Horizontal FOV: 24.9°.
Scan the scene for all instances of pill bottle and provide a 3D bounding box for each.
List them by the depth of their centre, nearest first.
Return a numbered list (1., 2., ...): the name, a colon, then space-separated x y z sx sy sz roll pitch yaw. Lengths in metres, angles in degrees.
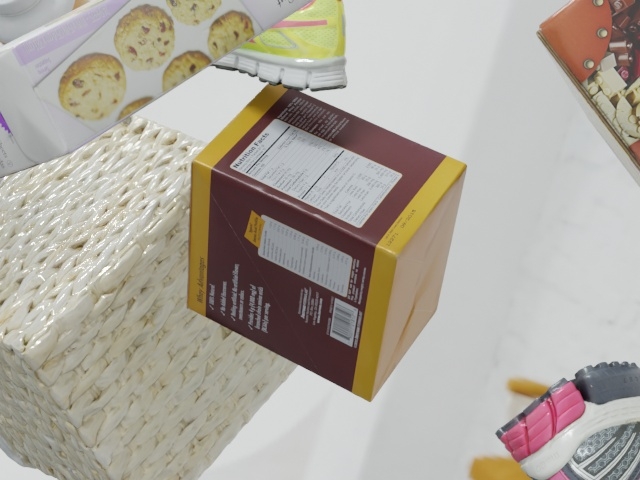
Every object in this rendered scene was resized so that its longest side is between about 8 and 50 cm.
1. pill bottle: -0.387 -0.312 1.990 0.136 0.136 0.246 19 -13 17

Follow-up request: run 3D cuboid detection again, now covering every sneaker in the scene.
1. sneaker: 0.243 0.152 1.027 0.299 0.121 0.112 -5 58 -45
2. sneaker: -0.065 -0.190 1.222 0.208 0.094 0.081 15 17 20

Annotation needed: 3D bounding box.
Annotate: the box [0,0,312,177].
1. box: -0.093 -0.130 0.875 0.063 0.067 0.324 -15 16 34

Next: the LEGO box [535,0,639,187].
1. LEGO box: 0.425 -0.184 1.311 0.193 0.372 0.500 55 11 12

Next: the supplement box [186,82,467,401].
1. supplement box: 0.000 0.000 1.256 0.194 0.191 0.129 26 49 17

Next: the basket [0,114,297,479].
1. basket: -0.228 0.075 1.570 0.266 0.331 0.328 21 -32 42
